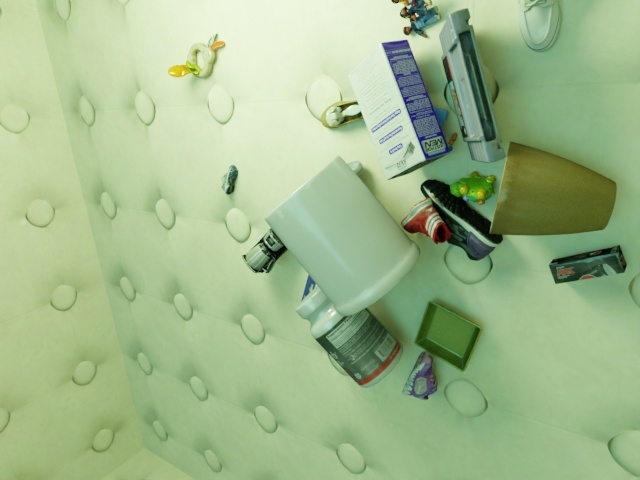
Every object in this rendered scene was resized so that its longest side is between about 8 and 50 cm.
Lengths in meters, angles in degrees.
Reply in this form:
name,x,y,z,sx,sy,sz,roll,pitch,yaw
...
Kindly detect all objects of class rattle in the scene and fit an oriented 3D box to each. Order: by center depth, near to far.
name,x,y,z,sx,sy,sz,roll,pitch,yaw
rattle,-0.468,-0.696,1.815,0.199,0.142,0.130,-14,80,47

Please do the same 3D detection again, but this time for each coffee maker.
name,x,y,z,sx,sy,sz,roll,pitch,yaw
coffee maker,-0.199,0.026,1.900,0.120,0.171,0.178,43,110,-11

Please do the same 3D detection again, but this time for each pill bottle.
name,x,y,z,sx,sy,sz,roll,pitch,yaw
pill bottle,0.096,0.314,1.693,0.363,0.210,0.210,47,130,-1

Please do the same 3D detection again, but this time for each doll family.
name,x,y,z,sx,sy,sz,roll,pitch,yaw
doll family,0.246,-0.645,1.317,0.111,0.076,0.193,-19,99,36

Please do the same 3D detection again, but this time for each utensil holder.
name,x,y,z,sx,sy,sz,roll,pitch,yaw
utensil holder,0.060,-0.017,1.495,0.385,0.327,0.327,49,131,-6

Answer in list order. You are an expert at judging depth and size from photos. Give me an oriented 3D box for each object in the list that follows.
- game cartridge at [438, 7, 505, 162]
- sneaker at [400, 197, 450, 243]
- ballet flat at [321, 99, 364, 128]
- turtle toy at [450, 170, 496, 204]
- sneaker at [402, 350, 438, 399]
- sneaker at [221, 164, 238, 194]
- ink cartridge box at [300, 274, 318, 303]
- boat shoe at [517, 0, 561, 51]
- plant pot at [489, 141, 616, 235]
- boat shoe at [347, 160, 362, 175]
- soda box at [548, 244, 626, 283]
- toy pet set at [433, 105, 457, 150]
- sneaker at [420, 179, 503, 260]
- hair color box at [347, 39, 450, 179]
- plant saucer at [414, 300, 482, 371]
name,x,y,z,sx,sy,sz,roll,pitch,yaw
game cartridge,0.375,-0.374,1.230,0.068,0.230,0.356,-17,98,6
sneaker,0.310,-0.030,1.438,0.128,0.087,0.221,61,177,15
ballet flat,0.076,-0.409,1.543,0.232,0.073,0.080,-8,102,40
turtle toy,0.430,-0.144,1.372,0.130,0.095,0.066,20,140,32
sneaker,0.359,0.473,1.662,0.104,0.095,0.237,26,138,18
sneaker,-0.380,-0.255,1.979,0.058,0.052,0.135,40,127,24
ink cartridge box,0.015,0.238,1.872,0.223,0.045,0.224,31,124,25
boat shoe,0.505,-0.581,1.128,0.096,0.088,0.268,9,113,35
plant pot,0.572,-0.109,1.197,0.254,0.237,0.237,12,116,19
boat shoe,0.070,-0.192,1.647,0.076,0.083,0.226,44,136,-20
soda box,0.695,0.066,1.265,0.168,0.053,0.060,-18,96,42
toy pet set,0.328,-0.323,1.386,0.122,0.065,0.114,30,124,25
sneaker,0.385,-0.053,1.431,0.283,0.107,0.124,46,135,14
hair color box,0.218,-0.364,1.378,0.185,0.110,0.339,-22,87,62
plant saucer,0.420,0.305,1.583,0.188,0.045,0.188,28,123,27
